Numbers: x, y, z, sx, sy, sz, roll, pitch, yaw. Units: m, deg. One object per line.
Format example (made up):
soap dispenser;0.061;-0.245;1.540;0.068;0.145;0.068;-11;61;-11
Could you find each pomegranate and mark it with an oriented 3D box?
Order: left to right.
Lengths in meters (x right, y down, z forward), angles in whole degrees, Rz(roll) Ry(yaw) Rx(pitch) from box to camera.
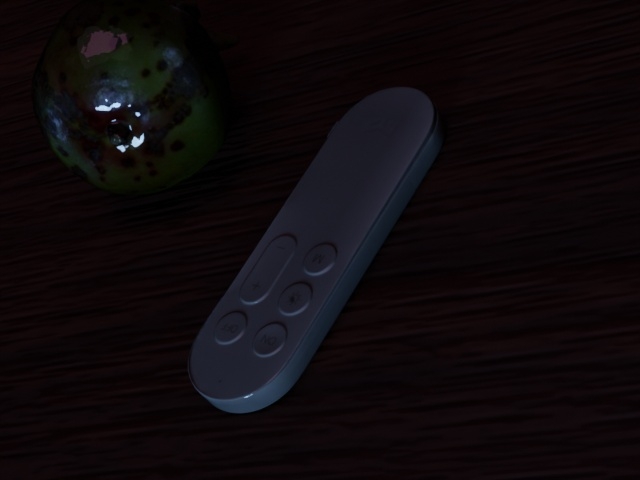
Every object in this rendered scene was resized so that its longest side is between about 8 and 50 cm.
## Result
pomegranate;-0.125;-0.118;0.824;0.149;0.148;0.169;-6;52;29

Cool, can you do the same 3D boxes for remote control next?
remote control;0.000;0.000;0.722;0.077;0.022;0.245;14;62;38
